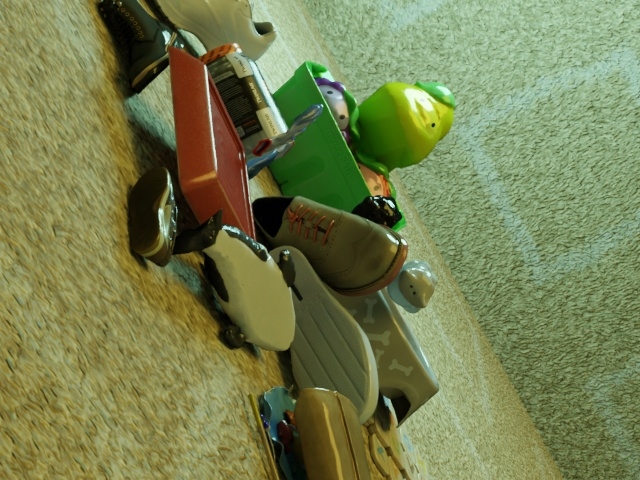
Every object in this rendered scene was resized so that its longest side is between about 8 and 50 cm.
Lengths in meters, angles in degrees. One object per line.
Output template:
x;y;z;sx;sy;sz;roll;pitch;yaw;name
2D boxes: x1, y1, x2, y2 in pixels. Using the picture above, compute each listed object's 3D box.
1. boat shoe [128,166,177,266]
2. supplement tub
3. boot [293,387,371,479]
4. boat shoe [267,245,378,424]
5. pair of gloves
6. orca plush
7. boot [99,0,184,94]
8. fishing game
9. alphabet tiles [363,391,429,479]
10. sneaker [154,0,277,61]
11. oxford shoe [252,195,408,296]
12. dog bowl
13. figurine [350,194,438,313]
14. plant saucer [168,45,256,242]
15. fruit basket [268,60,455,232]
-0.203;-0.028;1.439;0.152;0.056;0.049;-89;157;-46;boat shoe
-0.137;-0.227;1.970;0.190;0.117;0.117;64;12;3;supplement tub
0.004;0.306;1.447;0.236;0.089;0.269;51;22;-53;boot
0.013;0.147;1.759;0.119;0.121;0.335;48;13;-50;boat shoe
-0.078;-0.145;1.859;0.023;0.198;0.159;51;46;3;pair of gloves
-0.130;0.055;1.559;0.287;0.102;0.151;37;73;-55;orca plush
-0.276;-0.293;1.685;0.137;0.077;0.198;46;15;-16;boot
-0.020;0.278;1.581;0.264;0.041;0.189;43;26;-59;fishing game
0.127;0.352;2.086;0.284;0.021;0.278;57;13;-25;alphabet tiles
-0.196;-0.411;2.045;0.297;0.129;0.111;38;21;-42;sneaker
0.000;0.000;1.845;0.130;0.123;0.348;34;-13;-33;oxford shoe
0.094;0.153;2.063;0.349;0.102;0.349;59;4;-7;dog bowl
0.126;0.021;1.955;0.215;0.092;0.209;61;2;2;figurine
-0.146;-0.107;1.657;0.258;0.047;0.259;67;12;-55;plant saucer
0.094;-0.192;2.281;0.392;0.392;0.283;63;12;0;fruit basket
